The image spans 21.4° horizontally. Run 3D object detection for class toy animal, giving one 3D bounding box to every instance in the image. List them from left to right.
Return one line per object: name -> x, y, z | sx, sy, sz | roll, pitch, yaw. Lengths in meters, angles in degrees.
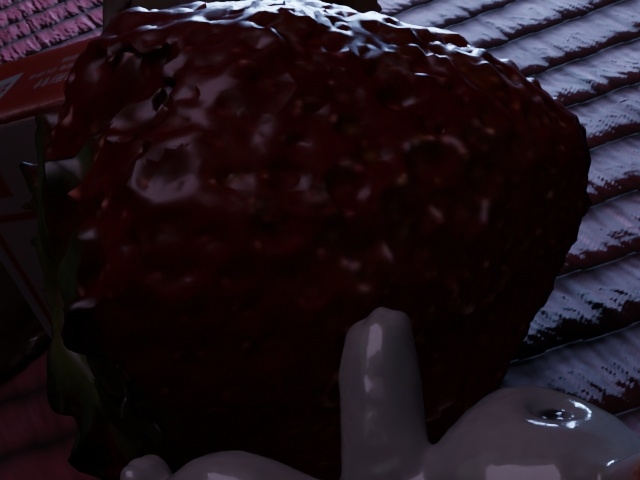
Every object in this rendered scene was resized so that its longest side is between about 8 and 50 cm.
toy animal -> 0.065, 0.107, 0.639 | 0.282, 0.140, 0.138 | -26, 47, 19

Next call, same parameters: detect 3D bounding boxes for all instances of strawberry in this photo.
strawberry -> 0.000, 0.000, 0.801 | 0.276, 0.257, 0.257 | -9, 22, -17

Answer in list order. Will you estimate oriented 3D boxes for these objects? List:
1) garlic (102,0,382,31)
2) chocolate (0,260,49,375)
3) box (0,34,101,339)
garlic -> -0.087, -0.186, 1.287 | 0.191, 0.160, 0.214 | -33, 29, -19
chocolate -> -0.274, 0.033, 1.158 | 0.214, 0.093, 0.148 | -11, 33, 32
box -> -0.133, -0.021, 1.020 | 0.133, 0.182, 0.099 | -8, 32, 30
